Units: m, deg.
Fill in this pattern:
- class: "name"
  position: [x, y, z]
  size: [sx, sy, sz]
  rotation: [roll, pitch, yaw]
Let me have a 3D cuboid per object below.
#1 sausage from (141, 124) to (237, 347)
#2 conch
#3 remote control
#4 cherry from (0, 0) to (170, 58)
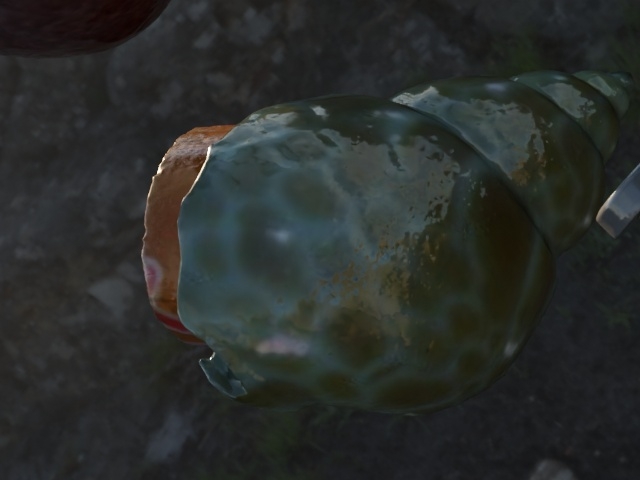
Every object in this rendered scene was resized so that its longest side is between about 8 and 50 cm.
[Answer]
- class: "sausage"
  position: [0.000, 0.000, 1.140]
  size: [0.287, 0.233, 0.233]
  rotation: [2, 57, 29]
- class: "conch"
  position: [0.032, 0.002, 0.409]
  size: [0.106, 0.173, 0.116]
  rotation: [-14, 84, 43]
- class: "remote control"
  position: [0.243, -0.067, 0.746]
  size: [0.245, 0.022, 0.077]
  rotation: [-33, -16, -45]
- class: "cherry"
  position: [-0.216, -0.235, 0.841]
  size: [0.236, 0.285, 0.213]
  rotation: [24, 78, 22]
